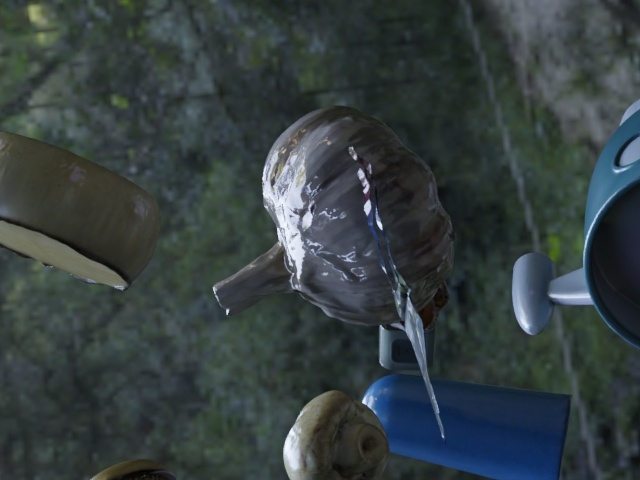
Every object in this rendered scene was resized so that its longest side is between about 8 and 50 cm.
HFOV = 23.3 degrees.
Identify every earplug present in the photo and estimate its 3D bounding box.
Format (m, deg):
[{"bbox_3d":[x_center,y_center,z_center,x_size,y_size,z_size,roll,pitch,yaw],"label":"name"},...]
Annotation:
[{"bbox_3d":[0.187,0.245,2.057,0.132,0.273,0.132,10,-90,-81],"label":"earplug"}]

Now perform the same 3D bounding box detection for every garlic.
[{"bbox_3d":[0.000,0.000,1.392,0.218,0.212,0.218,54,168,17],"label":"garlic"}]

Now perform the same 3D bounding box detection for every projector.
[{"bbox_3d":[0.127,0.132,2.270,0.083,0.083,0.082,-86,-4,-48],"label":"projector"}]

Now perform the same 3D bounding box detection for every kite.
[{"bbox_3d":[0.064,0.045,1.233,0.141,0.015,0.245,83,170,-74],"label":"kite"}]

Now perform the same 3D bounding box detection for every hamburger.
[{"bbox_3d":[-0.247,0.369,2.060,0.137,0.175,0.175,53,168,38],"label":"hamburger"}]

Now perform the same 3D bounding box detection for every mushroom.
[{"bbox_3d":[0.022,0.250,1.851,0.148,0.112,0.148,14,-113,-36],"label":"mushroom"}]

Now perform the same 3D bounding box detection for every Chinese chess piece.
[{"bbox_3d":[-0.308,-0.034,1.767,0.257,0.257,0.104,55,-128,-70],"label":"Chinese chess piece"}]

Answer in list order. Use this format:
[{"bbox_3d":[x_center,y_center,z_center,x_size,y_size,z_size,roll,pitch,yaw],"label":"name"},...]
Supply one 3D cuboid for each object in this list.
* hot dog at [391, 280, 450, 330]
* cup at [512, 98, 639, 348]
[{"bbox_3d":[0.065,0.005,1.775,0.253,0.069,0.131,52,-153,-28],"label":"hot dog"},{"bbox_3d":[0.266,-0.027,1.098,0.167,0.299,0.173,51,-153,-22],"label":"cup"}]
